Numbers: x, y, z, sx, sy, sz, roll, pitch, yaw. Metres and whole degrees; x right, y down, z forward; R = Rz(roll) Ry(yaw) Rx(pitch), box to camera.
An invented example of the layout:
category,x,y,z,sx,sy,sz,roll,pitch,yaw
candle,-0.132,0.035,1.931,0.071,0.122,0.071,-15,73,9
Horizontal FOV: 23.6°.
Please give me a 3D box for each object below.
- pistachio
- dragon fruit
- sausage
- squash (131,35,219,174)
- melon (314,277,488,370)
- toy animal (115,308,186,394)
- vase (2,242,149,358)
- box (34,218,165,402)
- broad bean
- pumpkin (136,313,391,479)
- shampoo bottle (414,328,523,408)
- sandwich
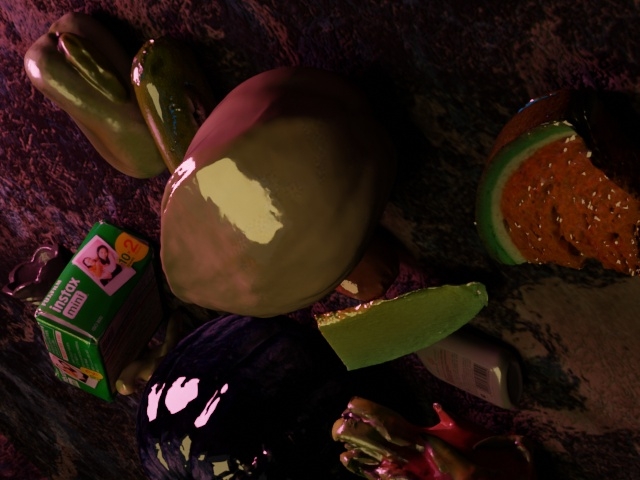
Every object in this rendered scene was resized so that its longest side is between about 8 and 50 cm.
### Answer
category,x,y,z,sx,sy,sz,roll,pitch,yaw
pistachio,-0.048,-0.032,1.469,0.332,0.226,0.208,-52,51,56
dragon fruit,0.133,0.290,1.756,0.269,0.198,0.200,18,129,9
sausage,0.000,0.000,1.618,0.194,0.077,0.077,31,154,24
squash,-0.120,-0.084,1.658,0.087,0.087,0.331,21,150,40
melon,0.087,0.071,1.588,0.114,0.053,0.262,24,150,-32
toy animal,-0.172,0.230,2.159,0.121,0.169,0.233,-22,112,49
vase,-0.370,0.121,2.373,0.237,0.115,0.115,49,156,-23
box,-0.300,0.101,2.129,0.103,0.180,0.250,25,155,11
broad bean,-0.238,-0.157,1.714,0.169,0.100,0.228,40,170,26
pumpkin,-0.061,0.259,1.918,0.363,0.266,0.363,37,153,23
shampoo bottle,0.142,0.124,1.650,0.165,0.040,0.080,23,143,38
sandwich,0.204,-0.053,1.231,0.159,0.079,0.235,19,152,23
